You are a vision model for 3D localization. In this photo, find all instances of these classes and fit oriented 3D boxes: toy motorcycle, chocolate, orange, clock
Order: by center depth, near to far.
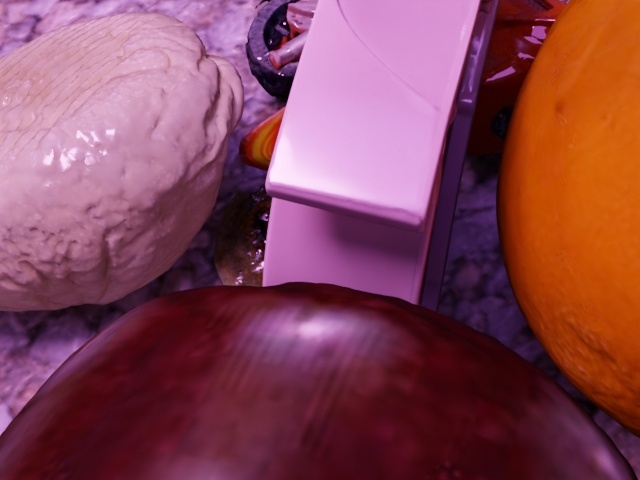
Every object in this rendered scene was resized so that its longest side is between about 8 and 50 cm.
[{"bbox_3d":[-0.006,0.200,0.783,0.383,0.384,0.331,14,42,20],"label":"chocolate"},{"bbox_3d":[0.237,-0.028,0.887,0.312,0.312,0.312,-5,54,8],"label":"orange"},{"bbox_3d":[0.040,-0.063,0.960,0.080,0.275,0.290,13,57,7],"label":"clock"},{"bbox_3d":[0.098,-0.113,1.102,0.298,0.089,0.171,-6,51,4],"label":"toy motorcycle"}]

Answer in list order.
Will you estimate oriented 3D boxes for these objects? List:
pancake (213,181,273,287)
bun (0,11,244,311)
[{"bbox_3d":[0.001,0.006,1.082,0.129,0.022,0.116,-15,54,6],"label":"pancake"},{"bbox_3d":[-0.139,-0.042,1.073,0.220,0.134,0.220,-20,28,11],"label":"bun"}]
